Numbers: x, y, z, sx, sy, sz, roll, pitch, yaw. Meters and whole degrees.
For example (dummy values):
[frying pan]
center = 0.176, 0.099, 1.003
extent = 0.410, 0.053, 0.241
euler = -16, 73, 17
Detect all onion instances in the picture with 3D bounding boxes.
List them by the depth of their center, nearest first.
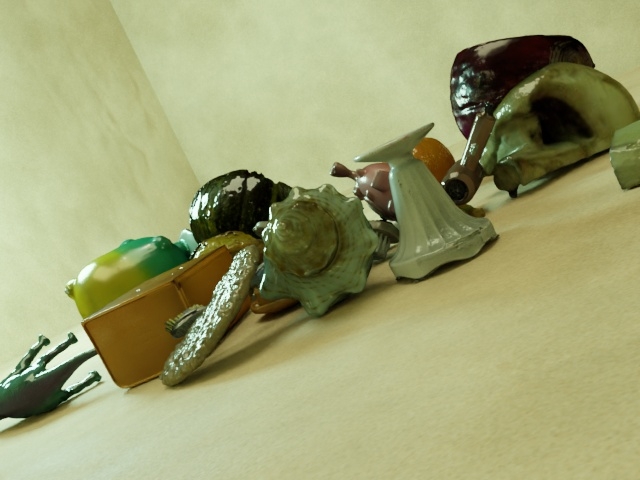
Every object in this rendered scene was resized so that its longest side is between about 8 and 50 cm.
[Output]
[onion]
center = 0.444, -0.296, 1.681
extent = 0.282, 0.260, 0.337
euler = -10, -3, 41

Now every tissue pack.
[tissue pack]
center = -0.262, 0.132, 1.398
extent = 0.195, 0.145, 0.274
euler = -22, 6, 15

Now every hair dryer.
[hair dryer]
center = 0.268, -0.157, 1.374
extent = 0.064, 0.181, 0.117
euler = 21, 26, 12

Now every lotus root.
[lotus root]
center = 0.470, -0.138, 1.067
extent = 0.144, 0.070, 0.143
euler = -22, 7, 24

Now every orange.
[orange]
center = 0.230, -0.164, 1.864
extent = 0.193, 0.161, 0.193
euler = -30, 4, 3

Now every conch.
[conch]
center = 0.000, 0.035, 1.189
extent = 0.203, 0.169, 0.386
euler = -18, -30, 10

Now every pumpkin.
[pumpkin]
center = -0.156, -0.041, 1.821
extent = 0.321, 0.192, 0.320
euler = 12, -10, 2

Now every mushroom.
[mushroom]
center = 0.401, -0.211, 1.451
extent = 0.292, 0.212, 0.217
euler = -34, 16, -15

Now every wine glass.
[wine glass]
center = 0.146, -0.058, 1.124
extent = 0.165, 0.196, 0.165
euler = -23, 7, 3

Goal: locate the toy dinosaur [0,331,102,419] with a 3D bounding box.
[toy dinosaur]
center = -0.578, 0.317, 1.431
extent = 0.384, 0.129, 0.331
euler = -18, 20, 45

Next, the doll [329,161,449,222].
[doll]
center = 0.135, -0.079, 1.349
extent = 0.211, 0.262, 0.093
euler = 53, -119, -78

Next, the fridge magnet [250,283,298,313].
[fridge magnet]
center = -0.060, 0.083, 1.362
extent = 0.143, 0.063, 0.143
euler = -27, 8, 4

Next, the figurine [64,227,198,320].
[figurine]
center = -0.431, 0.104, 1.887
extent = 0.340, 0.231, 0.324
euler = -24, 46, -33

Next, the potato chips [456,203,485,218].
[potato chips]
center = 0.264, -0.057, 1.409
extent = 0.026, 0.037, 0.204
euler = -35, 11, 3

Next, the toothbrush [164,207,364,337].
[toothbrush]
center = -0.078, 0.042, 1.294
extent = 0.413, 0.035, 0.042
euler = -32, 35, -26

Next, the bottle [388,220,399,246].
[bottle]
center = 0.093, -0.002, 1.481
extent = 0.217, 0.060, 0.060
euler = -25, 6, 13

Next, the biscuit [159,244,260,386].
[biscuit]
center = -0.156, 0.115, 1.142
extent = 0.250, 0.032, 0.133
euler = -56, 16, -5

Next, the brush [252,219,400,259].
[brush]
center = 0.000, 0.000, 1.454
extent = 0.328, 0.070, 0.065
euler = 3, 66, 37

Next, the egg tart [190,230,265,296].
[egg tart]
center = -0.190, 0.052, 1.627
extent = 0.241, 0.105, 0.241
euler = -18, -27, -10
